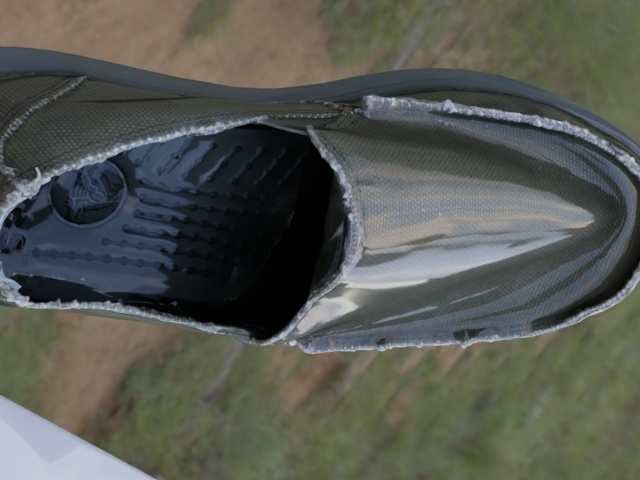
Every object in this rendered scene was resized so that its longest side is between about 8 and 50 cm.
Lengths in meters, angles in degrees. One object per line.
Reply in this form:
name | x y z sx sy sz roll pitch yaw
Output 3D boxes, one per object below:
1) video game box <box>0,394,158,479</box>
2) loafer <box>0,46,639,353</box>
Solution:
video game box | -0.123 0.120 0.592 0.205 0.187 0.048 35 56 -33
loafer | 0.000 0.000 0.448 0.251 0.087 0.094 1 113 -22
